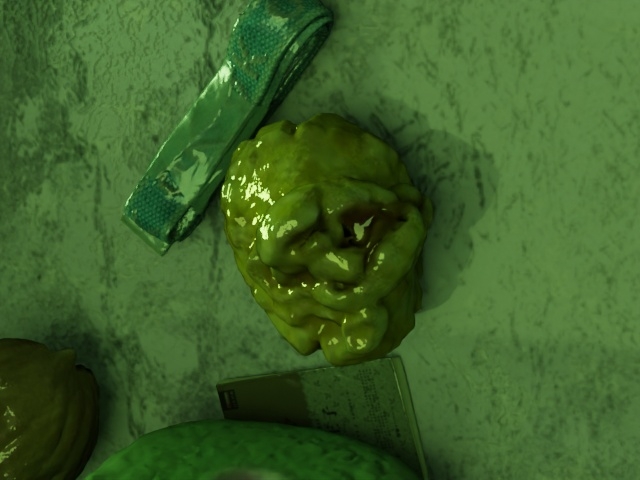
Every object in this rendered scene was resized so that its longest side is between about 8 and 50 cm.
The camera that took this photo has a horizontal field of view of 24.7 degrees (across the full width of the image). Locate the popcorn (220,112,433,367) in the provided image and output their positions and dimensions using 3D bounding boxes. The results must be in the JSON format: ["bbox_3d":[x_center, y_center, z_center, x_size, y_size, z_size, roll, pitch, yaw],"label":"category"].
[{"bbox_3d":[0.000,0.000,1.301,0.200,0.203,0.226,8,96,13],"label":"popcorn"}]

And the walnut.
[{"bbox_3d":[-0.316,0.210,1.480,0.204,0.141,0.238,-11,143,-12],"label":"walnut"}]

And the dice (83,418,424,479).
[{"bbox_3d":[-0.067,0.370,1.340,0.322,0.318,0.330,11,112,18],"label":"dice"}]

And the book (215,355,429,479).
[{"bbox_3d":[0.001,0.192,1.445,0.198,0.016,0.139,-11,99,23],"label":"book"}]

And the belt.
[{"bbox_3d":[-0.094,-0.113,1.371,0.072,0.087,0.302,38,113,5],"label":"belt"}]
